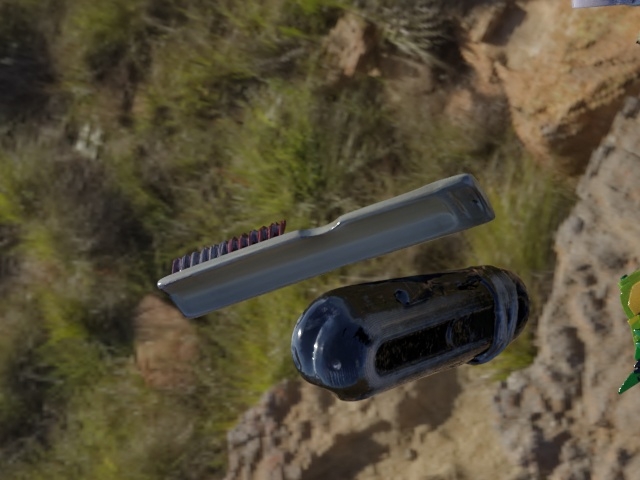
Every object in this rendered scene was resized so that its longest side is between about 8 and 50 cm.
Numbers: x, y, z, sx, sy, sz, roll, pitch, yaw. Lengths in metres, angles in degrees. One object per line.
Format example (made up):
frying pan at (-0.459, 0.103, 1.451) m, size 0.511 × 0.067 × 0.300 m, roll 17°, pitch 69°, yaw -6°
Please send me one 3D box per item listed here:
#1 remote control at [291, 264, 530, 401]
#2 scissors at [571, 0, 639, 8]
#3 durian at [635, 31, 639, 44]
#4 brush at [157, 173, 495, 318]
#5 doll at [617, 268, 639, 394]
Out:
remote control at (0.092, 0.072, 0.978) m, size 0.066 × 0.266 × 0.090 m, roll 27°, pitch 114°, yaw 41°
scissors at (0.462, -0.333, 1.667) m, size 0.242 × 0.118 × 0.030 m, roll 7°, pitch 105°, yaw 45°
durian at (0.566, -0.342, 1.960) m, size 0.130 × 0.052 × 0.066 m, roll -36°, pitch 89°, yaw 28°
brush at (0.000, 0.000, 1.107) m, size 0.321 × 0.060 × 0.050 m, roll -18°, pitch 39°, yaw 24°
doll at (0.494, 0.128, 1.798) m, size 0.134 × 0.106 × 0.186 m, roll -7°, pitch 95°, yaw 28°
